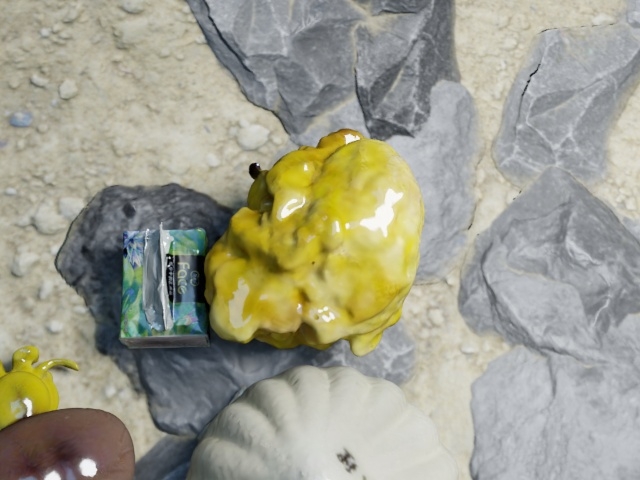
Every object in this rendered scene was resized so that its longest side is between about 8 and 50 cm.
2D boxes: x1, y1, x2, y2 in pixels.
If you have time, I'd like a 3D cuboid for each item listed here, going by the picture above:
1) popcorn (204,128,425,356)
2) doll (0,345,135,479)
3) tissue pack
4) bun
[{"bbox_3d":[0.004,-0.001,0.621,0.191,0.190,0.254,24,64,-7],"label":"popcorn"},{"bbox_3d":[-0.240,0.180,0.576,0.145,0.096,0.188,6,42,-21],"label":"doll"},{"bbox_3d":[-0.153,0.045,0.638,0.085,0.079,0.111,-1,70,-7],"label":"tissue pack"},{"bbox_3d":[0.009,0.223,0.543,0.263,0.175,0.263,3,70,-8],"label":"bun"}]
